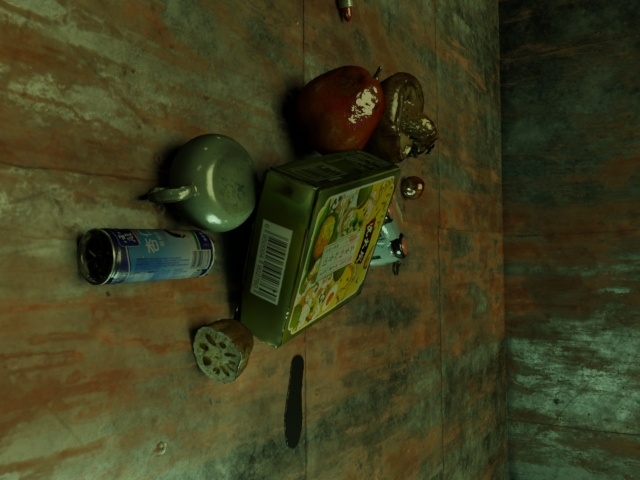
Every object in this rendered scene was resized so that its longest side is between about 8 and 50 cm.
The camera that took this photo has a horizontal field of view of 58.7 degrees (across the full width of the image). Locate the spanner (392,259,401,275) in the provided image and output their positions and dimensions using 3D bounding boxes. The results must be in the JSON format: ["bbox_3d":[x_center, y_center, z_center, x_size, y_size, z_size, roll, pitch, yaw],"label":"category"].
[{"bbox_3d":[0.263,0.018,1.976,0.046,0.012,0.209,1,87,-57],"label":"spanner"}]

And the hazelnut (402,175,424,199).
[{"bbox_3d":[0.332,-0.190,2.042,0.086,0.086,0.086,5,84,-58],"label":"hazelnut"}]

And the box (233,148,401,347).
[{"bbox_3d":[0.000,0.000,1.316,0.420,0.138,0.373,-22,132,-56],"label":"box"}]

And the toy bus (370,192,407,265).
[{"bbox_3d":[0.144,-0.071,1.634,0.288,0.194,0.232,64,32,-32],"label":"toy bus"}]

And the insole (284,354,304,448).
[{"bbox_3d":[-0.065,0.407,1.441,0.080,0.003,0.232,16,74,-57],"label":"insole"}]

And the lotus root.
[{"bbox_3d":[-0.195,0.216,1.148,0.081,0.112,0.122,-49,160,-60],"label":"lotus root"}]

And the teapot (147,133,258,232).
[{"bbox_3d":[-0.215,-0.112,1.121,0.294,0.129,0.193,-24,109,-54],"label":"teapot"}]

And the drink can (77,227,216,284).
[{"bbox_3d":[-0.298,0.026,1.008,0.235,0.097,0.097,-2,90,-57],"label":"drink can"}]

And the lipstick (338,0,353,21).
[{"bbox_3d":[0.067,-0.739,1.670,0.063,0.057,0.186,-35,123,-53],"label":"lipstick"}]

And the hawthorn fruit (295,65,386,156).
[{"bbox_3d":[0.064,-0.339,1.449,0.224,0.261,0.224,50,17,-21],"label":"hawthorn fruit"}]

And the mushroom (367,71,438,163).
[{"bbox_3d":[0.243,-0.373,1.791,0.283,0.195,0.263,46,57,-26],"label":"mushroom"}]
